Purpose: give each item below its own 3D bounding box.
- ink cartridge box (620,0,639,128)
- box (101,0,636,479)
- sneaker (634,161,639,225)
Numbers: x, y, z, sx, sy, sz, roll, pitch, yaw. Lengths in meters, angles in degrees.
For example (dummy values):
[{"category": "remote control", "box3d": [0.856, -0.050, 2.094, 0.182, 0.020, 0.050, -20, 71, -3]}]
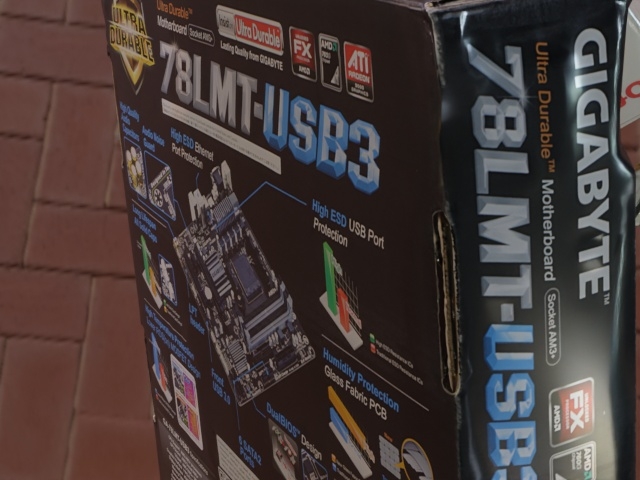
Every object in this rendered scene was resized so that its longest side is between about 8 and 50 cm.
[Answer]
[{"category": "ink cartridge box", "box3d": [0.103, -0.142, 0.759, 0.148, 0.203, 0.086, -29, 37, 24]}, {"category": "box", "box3d": [0.002, 0.035, 0.479, 0.073, 0.295, 0.293, -12, 110, -24]}, {"category": "sneaker", "box3d": [0.222, -0.036, 0.826, 0.083, 0.032, 0.037, -29, 95, -22]}]
